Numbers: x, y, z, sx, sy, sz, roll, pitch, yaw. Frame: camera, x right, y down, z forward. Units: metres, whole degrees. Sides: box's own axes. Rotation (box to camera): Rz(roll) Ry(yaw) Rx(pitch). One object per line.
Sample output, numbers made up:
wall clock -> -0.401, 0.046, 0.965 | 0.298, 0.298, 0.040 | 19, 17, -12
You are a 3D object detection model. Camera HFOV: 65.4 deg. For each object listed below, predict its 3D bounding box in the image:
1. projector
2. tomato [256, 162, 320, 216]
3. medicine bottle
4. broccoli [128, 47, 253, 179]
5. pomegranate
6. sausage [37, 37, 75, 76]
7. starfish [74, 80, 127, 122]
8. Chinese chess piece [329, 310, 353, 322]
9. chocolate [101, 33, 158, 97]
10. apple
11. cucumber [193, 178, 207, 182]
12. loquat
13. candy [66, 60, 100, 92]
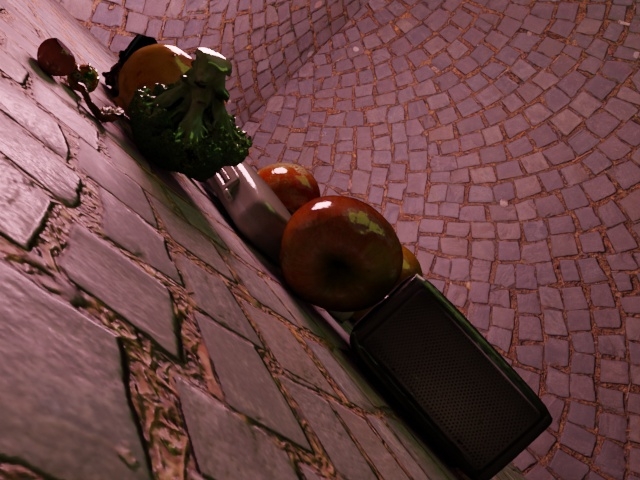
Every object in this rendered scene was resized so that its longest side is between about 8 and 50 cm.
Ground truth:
projector -> 0.275, 0.303, 1.178 | 0.405, 0.242, 0.395 | 47, -1, 8
tomato -> -0.132, -0.163, 1.789 | 0.270, 0.270, 0.222 | 44, 29, -45
medicine bottle -> -0.183, -0.101, 1.376 | 0.282, 0.123, 0.375 | 45, 7, -49
broccoli -> -0.263, -0.261, 1.049 | 0.270, 0.270, 0.270 | 25, 28, -14
pomegranate -> -0.384, -0.366, 1.227 | 0.233, 0.233, 0.233 | 46, 1, -1
sausage -> -0.473, -0.325, 0.890 | 0.094, 0.054, 0.059 | 47, 2, 44
starfish -> -0.393, -0.235, 0.903 | 0.130, 0.041, 0.133 | 36, 2, 33
Chinese chess piece -> 0.037, 0.178, 1.481 | 0.144, 0.058, 0.144 | 44, 0, 0
chocolate -> -0.530, -0.429, 1.397 | 0.177, 0.206, 0.224 | -3, -36, 24
apple -> 0.046, 0.023, 1.211 | 0.309, 0.277, 0.250 | 49, 19, -27
cucumber -> -0.370, -0.236, 1.339 | 0.245, 0.067, 0.067 | 49, 3, 34
loquat -> 0.227, 0.168, 1.788 | 0.359, 0.328, 0.328 | 40, 3, -17
candy -> -0.496, -0.339, 1.002 | 0.201, 0.060, 0.060 | 35, -6, 44
